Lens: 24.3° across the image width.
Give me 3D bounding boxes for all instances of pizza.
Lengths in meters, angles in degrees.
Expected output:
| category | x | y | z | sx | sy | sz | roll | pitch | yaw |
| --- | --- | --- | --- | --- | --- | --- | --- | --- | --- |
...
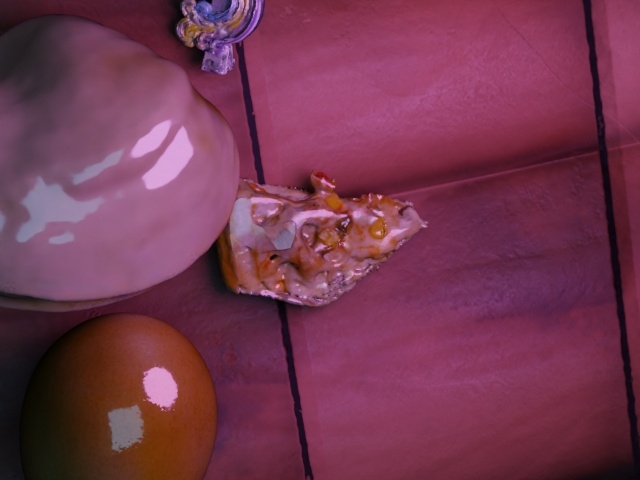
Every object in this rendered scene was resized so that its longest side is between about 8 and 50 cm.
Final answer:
| category | x | y | z | sx | sy | sz | roll | pitch | yaw |
| --- | --- | --- | --- | --- | --- | --- | --- | --- | --- |
| pizza | 0.000 | 0.000 | 2.018 | 0.297 | 0.071 | 0.189 | 5 | 98 | -16 |

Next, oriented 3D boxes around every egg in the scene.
| category | x | y | z | sx | sy | sz | roll | pitch | yaw |
| --- | --- | --- | --- | --- | --- | --- | --- | --- | --- |
| egg | -0.260 | 0.250 | 1.904 | 0.250 | 0.250 | 0.322 | 8 | 107 | -15 |

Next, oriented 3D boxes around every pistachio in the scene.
| category | x | y | z | sx | sy | sz | roll | pitch | yaw |
| --- | --- | --- | --- | --- | --- | --- | --- | --- | --- |
| pistachio | -0.315 | -0.095 | 1.813 | 0.445 | 0.281 | 0.365 | -4 | 74 | -21 |

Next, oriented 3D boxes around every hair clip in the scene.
| category | x | y | z | sx | sy | sz | roll | pitch | yaw |
| --- | --- | --- | --- | --- | --- | --- | --- | --- | --- |
| hair clip | -0.130 | -0.304 | 1.936 | 0.116 | 0.049 | 0.172 | 7 | 104 | 5 |
